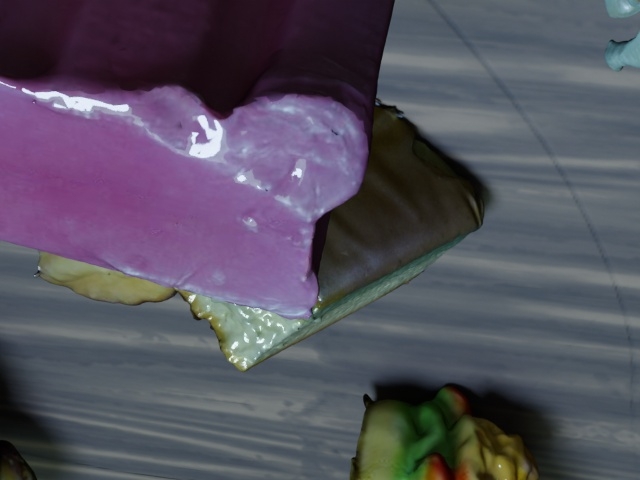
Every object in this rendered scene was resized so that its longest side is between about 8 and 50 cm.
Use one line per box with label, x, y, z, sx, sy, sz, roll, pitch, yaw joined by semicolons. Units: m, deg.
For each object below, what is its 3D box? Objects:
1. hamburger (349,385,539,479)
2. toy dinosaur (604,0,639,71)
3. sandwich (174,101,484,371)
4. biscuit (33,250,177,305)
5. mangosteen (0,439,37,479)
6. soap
hamburger;0.098;0.229;1.447;0.148;0.237;0.237;3;137;8
toy dinosaur;0.257;-0.119;1.060;0.392;0.092;0.205;12;174;-15
sandwich;0.000;0.000;1.245;0.220;0.186;0.108;32;138;-20
biscuit;-0.132;-0.012;1.362;0.118;0.061;0.183;27;139;-17
mangosteen;-0.400;0.196;1.493;0.330;0.330;0.330;8;138;7
soap;-0.069;-0.150;0.965;0.233;0.360;0.128;15;138;-2
